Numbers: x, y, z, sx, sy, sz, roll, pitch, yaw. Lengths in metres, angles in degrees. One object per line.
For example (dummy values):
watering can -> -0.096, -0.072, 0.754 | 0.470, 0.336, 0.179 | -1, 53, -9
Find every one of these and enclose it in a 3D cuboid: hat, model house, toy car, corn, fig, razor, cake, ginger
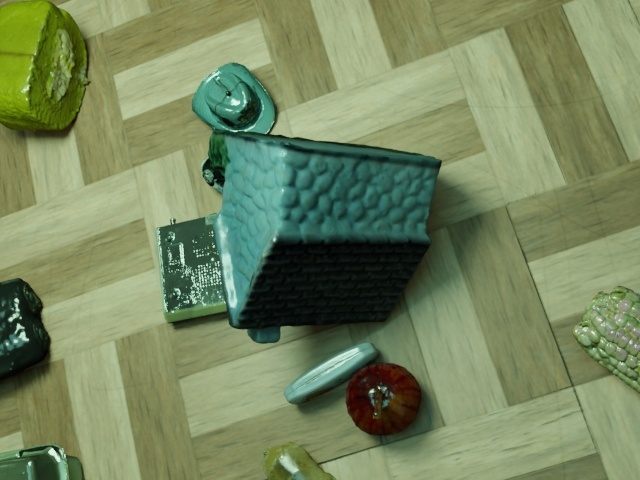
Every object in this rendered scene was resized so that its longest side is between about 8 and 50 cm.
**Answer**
hat -> -0.176, -0.278, 1.658 | 0.191, 0.078, 0.138 | 42, 87, 21
model house -> 0.000, 0.000, 1.433 | 0.297, 0.360, 0.339 | 16, 102, 54
toy car -> -0.145, -0.110, 1.596 | 0.095, 0.056, 0.205 | -37, 47, -23
corn -> 0.548, 0.208, 1.311 | 0.335, 0.126, 0.126 | 43, 89, 18
fig -> 0.093, 0.266, 1.407 | 0.128, 0.150, 0.128 | 4, 95, 43
razor -> -0.690, 0.212, 1.643 | 0.327, 0.107, 0.189 | -27, 69, 7
cake -> -0.581, -0.352, 1.736 | 0.156, 0.179, 0.261 | 6, 73, 16
ginger -> -0.029, 0.416, 1.428 | 0.190, 0.069, 0.095 | 48, 112, 21

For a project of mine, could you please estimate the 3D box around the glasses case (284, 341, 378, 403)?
glasses case -> 0.018, 0.230, 1.467 | 0.178, 0.067, 0.045 | -30, 70, 5

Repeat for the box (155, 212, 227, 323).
box -> -0.174, 0.034, 1.587 | 0.270, 0.045, 0.211 | -11, 73, 12

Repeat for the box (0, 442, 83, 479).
box -> -0.567, 0.489, 1.500 | 0.290, 0.166, 0.221 | -14, 71, 10
